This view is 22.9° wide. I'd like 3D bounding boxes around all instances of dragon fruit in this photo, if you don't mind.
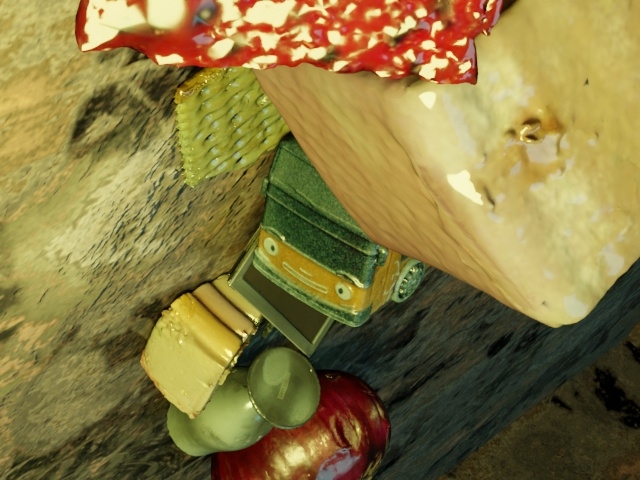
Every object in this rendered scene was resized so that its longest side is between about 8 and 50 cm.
[{"bbox_3d":[0.053,-0.234,0.900,0.330,0.240,0.302,-50,-177,43],"label":"dragon fruit"}]

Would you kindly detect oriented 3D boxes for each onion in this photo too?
[{"bbox_3d":[-0.028,0.252,1.964,0.246,0.190,0.246,-25,172,-4],"label":"onion"}]

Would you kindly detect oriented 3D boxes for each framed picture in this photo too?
[{"bbox_3d":[0.000,0.000,1.578,0.197,0.014,0.252,-57,155,-8],"label":"framed picture"}]

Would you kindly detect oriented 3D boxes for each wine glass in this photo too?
[{"bbox_3d":[-0.089,0.179,1.709,0.093,0.093,0.202,-30,-178,-38],"label":"wine glass"}]

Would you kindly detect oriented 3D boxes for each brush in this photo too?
[{"bbox_3d":[-0.041,0.088,1.734,0.033,0.030,0.178,-64,-178,-12],"label":"brush"}]

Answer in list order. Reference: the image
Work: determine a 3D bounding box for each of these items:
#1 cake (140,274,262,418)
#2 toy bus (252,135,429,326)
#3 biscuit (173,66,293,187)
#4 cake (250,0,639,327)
[{"bbox_3d":[-0.099,0.074,1.625,0.109,0.090,0.225,-60,176,36],"label":"cake"},{"bbox_3d":[0.072,-0.056,1.472,0.275,0.138,0.167,-36,148,-42],"label":"toy bus"},{"bbox_3d":[-0.063,-0.109,1.306,0.144,0.016,0.203,-39,162,-17],"label":"biscuit"},{"bbox_3d":[0.118,-0.113,1.148,0.237,0.309,0.230,-40,120,-13],"label":"cake"}]
